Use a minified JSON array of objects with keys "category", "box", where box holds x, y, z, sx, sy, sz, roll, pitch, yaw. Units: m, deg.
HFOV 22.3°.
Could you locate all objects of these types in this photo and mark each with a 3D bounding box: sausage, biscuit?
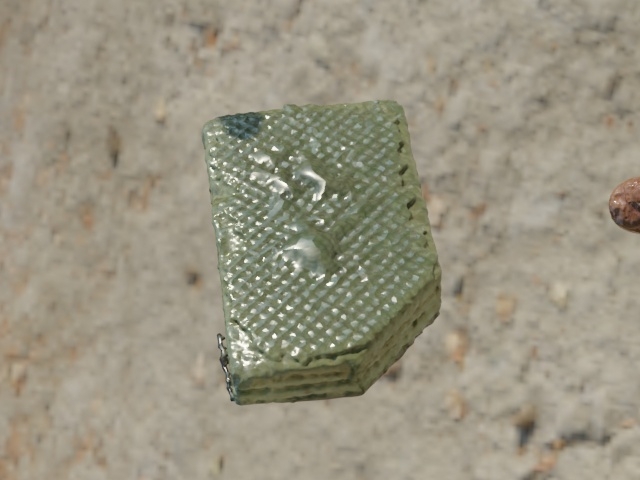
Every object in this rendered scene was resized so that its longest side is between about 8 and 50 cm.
[{"category":"sausage","box":[0.185,-0.017,0.875,0.034,0.083,0.034,-5,82,36]},{"category":"biscuit","box":[0.000,0.000,1.097,0.052,0.150,0.252,90,174,-46]}]
